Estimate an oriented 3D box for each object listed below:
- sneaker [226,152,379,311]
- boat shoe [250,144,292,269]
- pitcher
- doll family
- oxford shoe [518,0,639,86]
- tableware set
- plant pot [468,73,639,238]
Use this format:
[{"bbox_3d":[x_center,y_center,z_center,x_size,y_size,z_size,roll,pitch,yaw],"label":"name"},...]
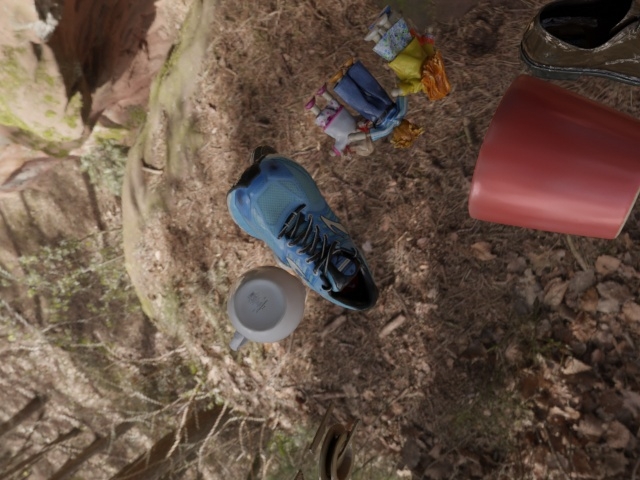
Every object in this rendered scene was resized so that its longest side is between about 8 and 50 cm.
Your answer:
[{"bbox_3d":[0.000,0.000,0.355,0.063,0.162,0.073,-48,45,-4],"label":"sneaker"},{"bbox_3d":[-0.076,-0.096,1.143,0.095,0.112,0.335,-34,61,37],"label":"boat shoe"},{"bbox_3d":[-0.104,0.128,0.843,0.125,0.207,0.178,40,87,5],"label":"pitcher"},{"bbox_3d":[0.107,-0.234,0.771,0.163,0.118,0.263,39,94,-17],"label":"doll family"},{"bbox_3d":[0.324,-0.208,0.492,0.227,0.096,0.083,1,83,16],"label":"oxford shoe"},{"bbox_3d":[0.010,0.323,0.623,0.039,0.194,0.128,0,122,26],"label":"tableware set"},{"bbox_3d":[0.431,-0.133,0.874,0.243,0.275,0.275,22,118,26],"label":"plant pot"}]
